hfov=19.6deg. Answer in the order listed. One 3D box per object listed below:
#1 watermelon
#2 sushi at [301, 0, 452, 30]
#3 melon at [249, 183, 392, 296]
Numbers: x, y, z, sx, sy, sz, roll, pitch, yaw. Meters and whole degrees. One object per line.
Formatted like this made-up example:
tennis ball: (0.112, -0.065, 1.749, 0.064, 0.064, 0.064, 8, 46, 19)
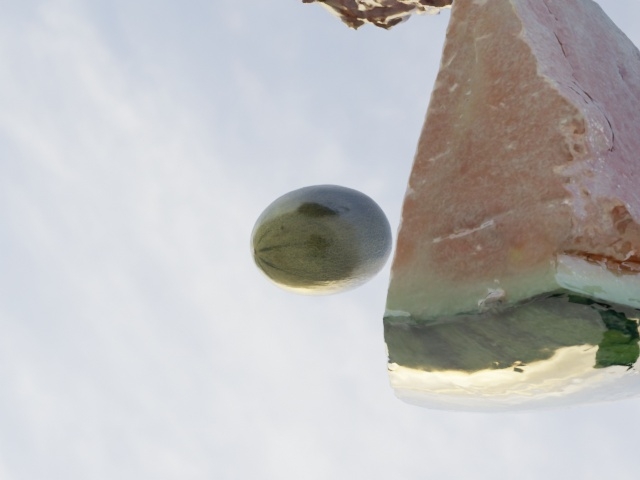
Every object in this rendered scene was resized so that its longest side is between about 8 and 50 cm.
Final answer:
watermelon: (0.105, -0.007, 1.096, 0.250, 0.283, 0.292, -44, -113, 23)
sushi: (0.057, -0.307, 1.470, 0.270, 0.236, 0.171, -6, -28, 26)
melon: (0.000, 0.000, 1.575, 0.098, 0.131, 0.098, 5, -84, 58)
